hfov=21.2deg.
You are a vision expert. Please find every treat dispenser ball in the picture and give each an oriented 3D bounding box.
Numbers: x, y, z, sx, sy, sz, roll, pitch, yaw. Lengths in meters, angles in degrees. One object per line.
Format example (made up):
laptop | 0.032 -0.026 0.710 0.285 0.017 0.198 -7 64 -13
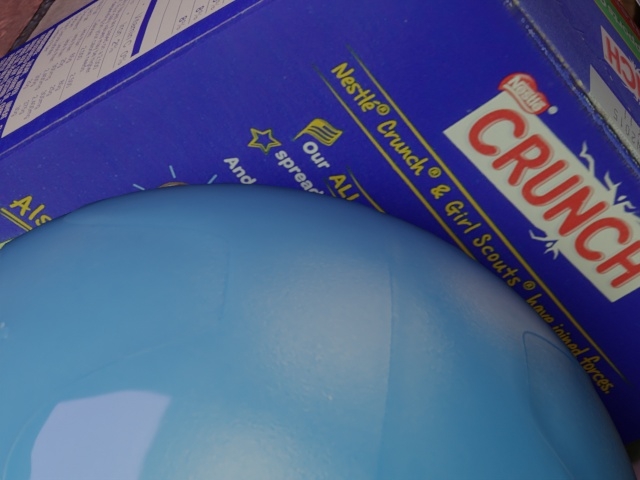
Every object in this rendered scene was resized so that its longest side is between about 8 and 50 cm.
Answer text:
treat dispenser ball | -0.031 0.123 0.580 0.288 0.288 0.288 -29 29 17

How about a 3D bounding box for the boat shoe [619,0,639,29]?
boat shoe | 0.152 -0.109 0.942 0.073 0.080 0.223 -13 41 31

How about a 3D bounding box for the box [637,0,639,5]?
box | 0.224 -0.152 0.772 0.057 0.201 0.293 -18 30 38

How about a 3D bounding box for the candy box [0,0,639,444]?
candy box | 0.000 0.000 0.742 0.317 0.268 0.122 -25 32 28
